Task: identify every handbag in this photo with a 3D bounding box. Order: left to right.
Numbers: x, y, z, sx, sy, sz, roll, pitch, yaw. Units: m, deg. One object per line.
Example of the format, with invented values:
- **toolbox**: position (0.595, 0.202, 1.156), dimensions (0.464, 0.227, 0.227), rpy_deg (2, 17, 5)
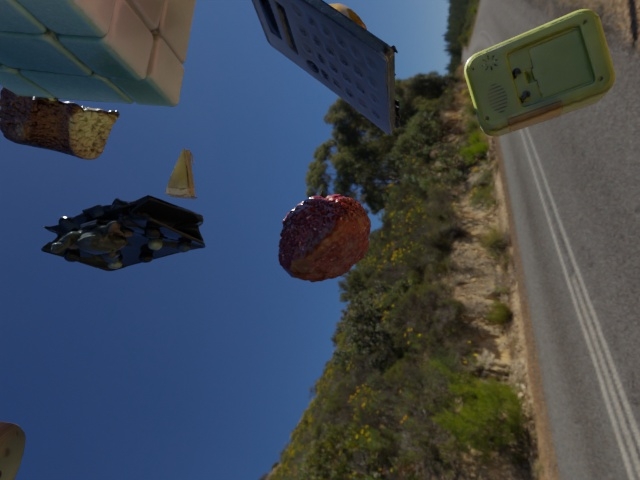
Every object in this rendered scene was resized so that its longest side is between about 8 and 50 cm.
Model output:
- **handbag**: position (-0.474, -0.009, 1.049), dimensions (0.269, 0.326, 0.118), rpy_deg (30, -131, -64)

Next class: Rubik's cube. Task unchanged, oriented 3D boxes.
- **Rubik's cube**: position (-0.390, -0.413, 0.636), dimensions (0.316, 0.322, 0.318), rpy_deg (48, -131, -79)

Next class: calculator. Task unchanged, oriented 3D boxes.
- **calculator**: position (-0.002, -0.250, 0.558), dimensions (0.021, 0.262, 0.161), rpy_deg (-46, -20, -5)

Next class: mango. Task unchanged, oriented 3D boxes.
- **mango**: position (0.038, -0.449, 0.932), dimensions (0.075, 0.190, 0.098), rpy_deg (-12, -48, -30)

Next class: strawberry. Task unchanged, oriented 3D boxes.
- **strawberry**: position (0.006, 0.002, 0.587), dimensions (0.148, 0.131, 0.131), rpy_deg (-90, -6, -58)

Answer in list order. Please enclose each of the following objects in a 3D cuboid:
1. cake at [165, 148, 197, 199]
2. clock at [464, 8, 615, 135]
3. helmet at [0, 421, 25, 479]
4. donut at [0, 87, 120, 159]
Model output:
- **cake**: position (-0.330, -0.159, 1.034), dimensions (0.052, 0.065, 0.121), rpy_deg (37, -130, -82)
- **clock**: position (0.356, -0.268, 0.725), dimensions (0.096, 0.202, 0.143), rpy_deg (-20, -86, -66)
- **helmet**: position (-0.497, 0.297, 0.558), dimensions (0.153, 0.177, 0.107), rpy_deg (-61, 9, -2)
- **donut**: position (-0.564, -0.252, 0.946), dimensions (0.187, 0.144, 0.126), rpy_deg (9, -85, -61)
